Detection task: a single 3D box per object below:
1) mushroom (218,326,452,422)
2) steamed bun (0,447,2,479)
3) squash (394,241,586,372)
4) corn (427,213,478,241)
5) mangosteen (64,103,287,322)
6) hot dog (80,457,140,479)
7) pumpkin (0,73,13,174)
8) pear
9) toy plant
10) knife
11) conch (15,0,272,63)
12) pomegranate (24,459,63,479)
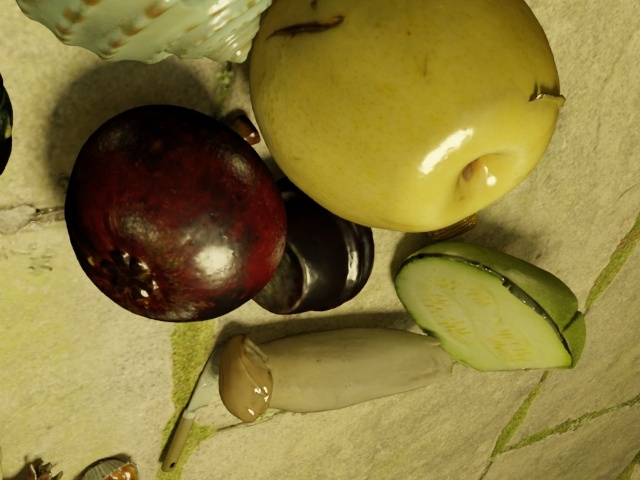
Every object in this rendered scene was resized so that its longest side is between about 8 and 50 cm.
[{"bbox_3d":[0.019,0.209,1.177,0.408,0.154,0.137,5,87,-35],"label":"mushroom"},{"bbox_3d":[-0.496,0.252,0.768,0.268,0.207,0.280,-11,174,29],"label":"steamed bun"},{"bbox_3d":[0.262,0.112,1.192,0.234,0.210,0.309,-9,167,40],"label":"squash"},{"bbox_3d":[0.215,-0.024,1.172,0.092,0.037,0.037,-23,139,-22],"label":"corn"},{"bbox_3d":[-0.140,-0.047,0.775,0.235,0.236,0.261,90,20,-45],"label":"mangosteen"},{"bbox_3d":[-0.337,0.424,1.184,0.108,0.059,0.191,-24,137,-23],"label":"hot dog"},{"bbox_3d":[-0.357,-0.097,0.570,0.221,0.162,0.220,-17,133,-19],"label":"pumpkin"},{"bbox_3d":[0.086,-0.151,0.752,0.309,0.309,0.309,-21,138,-20],"label":"pear"},{"bbox_3d":[0.000,0.000,0.943,0.235,0.175,0.218,-33,143,-49],"label":"toy plant"},{"bbox_3d":[-0.194,0.262,1.161,0.047,0.017,0.297,3,122,-38],"label":"knife"},{"bbox_3d":[-0.130,-0.261,0.492,0.303,0.215,0.319,-13,143,38],"label":"conch"},{"bbox_3d":[-0.431,0.400,1.032,0.159,0.129,0.129,-37,141,-2],"label":"pomegranate"}]
